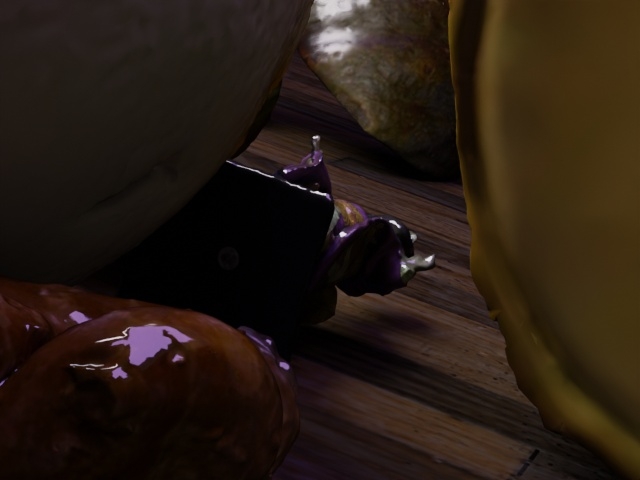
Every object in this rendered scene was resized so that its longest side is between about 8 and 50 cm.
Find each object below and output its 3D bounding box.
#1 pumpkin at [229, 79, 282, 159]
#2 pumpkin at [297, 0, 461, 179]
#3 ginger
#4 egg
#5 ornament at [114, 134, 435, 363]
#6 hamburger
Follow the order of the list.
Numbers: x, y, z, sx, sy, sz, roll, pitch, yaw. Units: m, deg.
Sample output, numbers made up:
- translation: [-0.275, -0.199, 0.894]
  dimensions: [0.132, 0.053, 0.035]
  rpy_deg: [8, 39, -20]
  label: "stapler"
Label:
- translation: [-0.163, -0.077, 0.879]
  dimensions: [0.258, 0.095, 0.290]
  rpy_deg: [5, 5, -8]
  label: "pumpkin"
- translation: [0.062, -0.157, 1.344]
  dimensions: [0.254, 0.130, 0.149]
  rpy_deg: [40, 17, -21]
  label: "pumpkin"
- translation: [-0.084, 0.048, 0.513]
  dimensions: [0.162, 0.073, 0.103]
  rpy_deg: [10, -1, -4]
  label: "ginger"
- translation: [-0.151, -0.068, 0.623]
  dimensions: [0.337, 0.201, 0.337]
  rpy_deg: [-9, 4, 1]
  label: "egg"
- translation: [0.006, 0.003, 0.811]
  dimensions: [0.081, 0.088, 0.203]
  rpy_deg: [25, 12, 27]
  label: "ornament"
- translation: [0.272, -0.076, 0.744]
  dimensions: [0.396, 0.395, 0.277]
  rpy_deg: [22, 24, 22]
  label: "hamburger"
